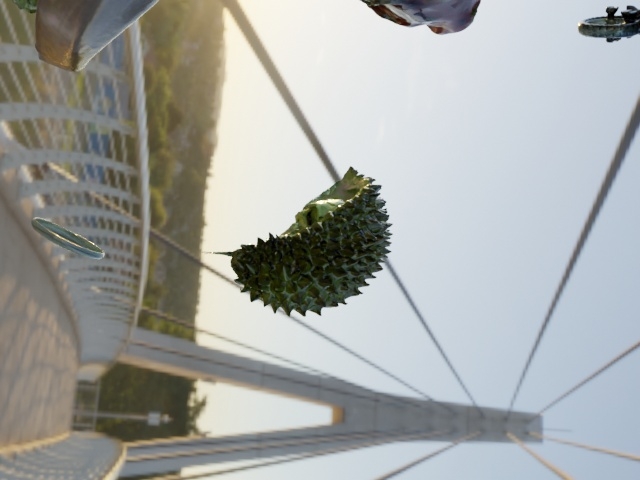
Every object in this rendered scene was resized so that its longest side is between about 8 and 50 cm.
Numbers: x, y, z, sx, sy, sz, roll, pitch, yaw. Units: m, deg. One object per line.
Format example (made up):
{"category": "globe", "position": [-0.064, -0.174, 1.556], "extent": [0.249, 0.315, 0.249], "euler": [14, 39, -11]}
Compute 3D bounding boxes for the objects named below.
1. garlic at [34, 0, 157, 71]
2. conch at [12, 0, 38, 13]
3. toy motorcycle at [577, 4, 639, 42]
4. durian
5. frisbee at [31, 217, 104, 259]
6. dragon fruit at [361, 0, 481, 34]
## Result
{"category": "garlic", "position": [-0.232, -0.297, 0.925], "extent": [0.318, 0.112, 0.143], "euler": [-35, -173, 38]}
{"category": "conch", "position": [-0.416, -0.378, 1.207], "extent": [0.074, 0.089, 0.121], "euler": [-44, -117, 24]}
{"category": "toy motorcycle", "position": [0.474, -0.263, 0.999], "extent": [0.315, 0.169, 0.113], "euler": [20, -56, 50]}
{"category": "durian", "position": [0.004, 0.004, 1.334], "extent": [0.170, 0.356, 0.157], "euler": [14, -56, 38]}
{"category": "frisbee", "position": [-0.356, -0.001, 1.169], "extent": [0.014, 0.110, 0.110], "euler": [-62, -170, 0]}
{"category": "dragon fruit", "position": [0.095, -0.341, 0.986], "extent": [0.200, 0.269, 0.198], "euler": [-134, -141, -71]}
